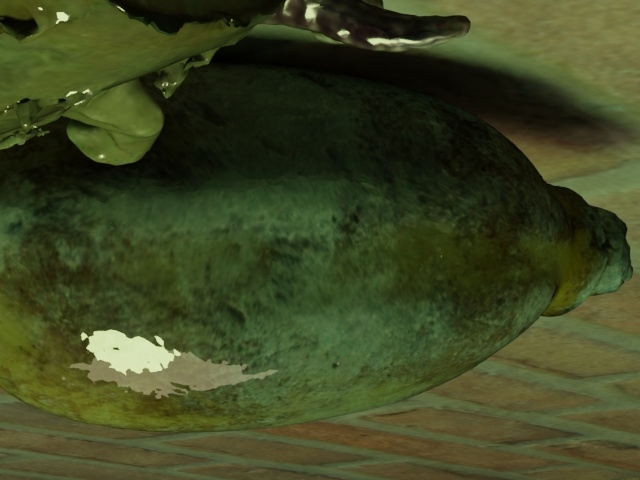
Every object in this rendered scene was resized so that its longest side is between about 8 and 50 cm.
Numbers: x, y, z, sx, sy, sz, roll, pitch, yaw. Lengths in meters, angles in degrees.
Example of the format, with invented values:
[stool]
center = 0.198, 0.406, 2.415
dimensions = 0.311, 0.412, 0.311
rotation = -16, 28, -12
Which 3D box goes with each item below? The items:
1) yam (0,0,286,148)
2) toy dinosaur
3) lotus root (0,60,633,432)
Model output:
[yam]
center = -0.139, -0.086, 0.465
dimensions = 0.168, 0.168, 0.304
rotation = 13, 161, -42
[toy dinosaur]
center = -0.097, -0.084, 0.654
dimensions = 0.294, 0.077, 0.162
rotation = 0, 166, 3
[lotus root]
center = 0.000, 0.000, 0.843
dimensions = 0.322, 0.158, 0.140
rotation = -1, 160, -15
